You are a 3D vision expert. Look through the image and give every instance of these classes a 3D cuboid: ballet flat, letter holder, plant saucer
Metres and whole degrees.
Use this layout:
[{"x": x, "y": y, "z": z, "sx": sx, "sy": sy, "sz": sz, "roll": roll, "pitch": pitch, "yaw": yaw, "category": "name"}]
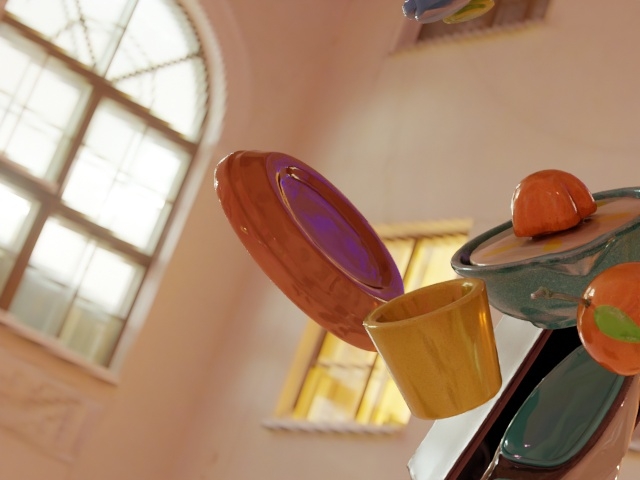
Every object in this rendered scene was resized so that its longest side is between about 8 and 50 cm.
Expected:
[{"x": 0.149, "y": 0.173, "z": 1.067, "sx": 0.086, "sy": 0.248, "sz": 0.086, "roll": 37, "pitch": -20, "yaw": 16, "category": "ballet flat"}, {"x": 0.230, "y": 0.150, "z": 1.507, "sx": 0.152, "sy": 0.302, "sz": 0.214, "roll": 32, "pitch": 2, "yaw": -1, "category": "letter holder"}, {"x": 0.000, "y": 0.000, "z": 1.242, "sx": 0.037, "sy": 0.200, "sz": 0.200, "roll": -43, "pitch": -55, "yaw": 18, "category": "plant saucer"}]

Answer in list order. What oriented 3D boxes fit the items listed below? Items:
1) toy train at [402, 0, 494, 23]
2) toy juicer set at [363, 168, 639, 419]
[{"x": 0.115, "y": -0.257, "z": 1.399, "sx": 0.105, "sy": 0.143, "sz": 0.248, "roll": -23, "pitch": -9, "yaw": 22, "category": "toy train"}, {"x": 0.176, "y": -0.007, "z": 0.922, "sx": 0.209, "sy": 0.329, "sz": 0.089, "roll": -14, "pitch": -79, "yaw": 30, "category": "toy juicer set"}]
